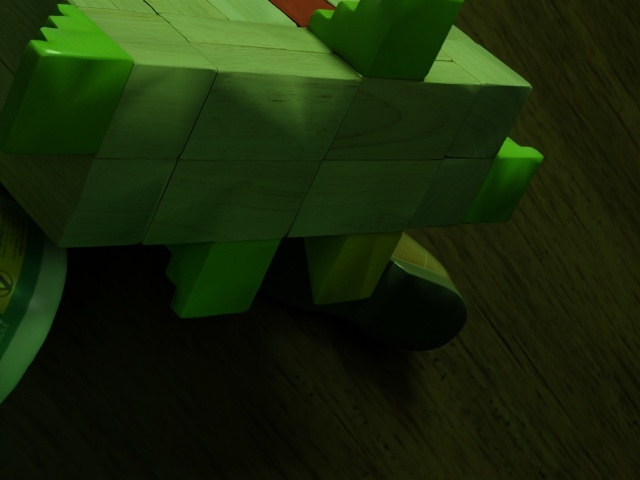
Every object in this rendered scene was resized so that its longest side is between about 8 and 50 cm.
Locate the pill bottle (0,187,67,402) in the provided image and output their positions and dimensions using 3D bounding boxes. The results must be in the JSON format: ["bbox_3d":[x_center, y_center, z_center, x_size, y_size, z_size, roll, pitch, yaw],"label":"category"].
[{"bbox_3d":[-0.231,-0.004,0.673,0.208,0.118,0.117,31,54,-32],"label":"pill bottle"}]

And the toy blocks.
[{"bbox_3d":[-0.078,-0.115,0.806,0.381,0.190,0.261,-4,38,-47],"label":"toy blocks"}]

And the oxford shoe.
[{"bbox_3d":[0.000,0.000,0.964,0.212,0.076,0.076,32,24,-31],"label":"oxford shoe"}]
